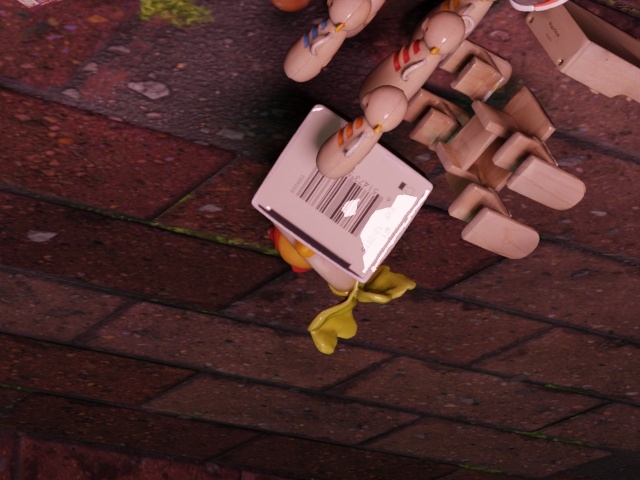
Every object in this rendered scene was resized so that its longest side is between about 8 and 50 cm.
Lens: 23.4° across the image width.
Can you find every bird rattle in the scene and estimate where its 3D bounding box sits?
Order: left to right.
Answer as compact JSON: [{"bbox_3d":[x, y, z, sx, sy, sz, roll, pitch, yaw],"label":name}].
[{"bbox_3d":[0.000,0.000,1.936,0.143,0.253,0.207,-34,137,7],"label":"bird rattle"}]

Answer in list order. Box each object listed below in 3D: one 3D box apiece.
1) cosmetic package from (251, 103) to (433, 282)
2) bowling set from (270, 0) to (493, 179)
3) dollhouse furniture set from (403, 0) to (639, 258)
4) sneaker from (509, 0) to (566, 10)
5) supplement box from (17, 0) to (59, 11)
[{"bbox_3d":[0.026,-0.058,1.689,0.153,0.129,0.296,35,-174,1],"label":"cosmetic package"},{"bbox_3d":[0.041,-0.216,1.499,0.200,0.287,0.154,40,138,-7],"label":"bowling set"},{"bbox_3d":[0.240,-0.125,1.668,0.161,0.212,0.242,21,121,-37],"label":"dollhouse furniture set"},{"bbox_3d":[0.245,-0.280,1.520,0.158,0.061,0.065,-21,122,36],"label":"sneaker"},{"bbox_3d":[-0.288,-0.267,1.518,0.055,0.043,0.083,-14,152,27],"label":"supplement box"}]
